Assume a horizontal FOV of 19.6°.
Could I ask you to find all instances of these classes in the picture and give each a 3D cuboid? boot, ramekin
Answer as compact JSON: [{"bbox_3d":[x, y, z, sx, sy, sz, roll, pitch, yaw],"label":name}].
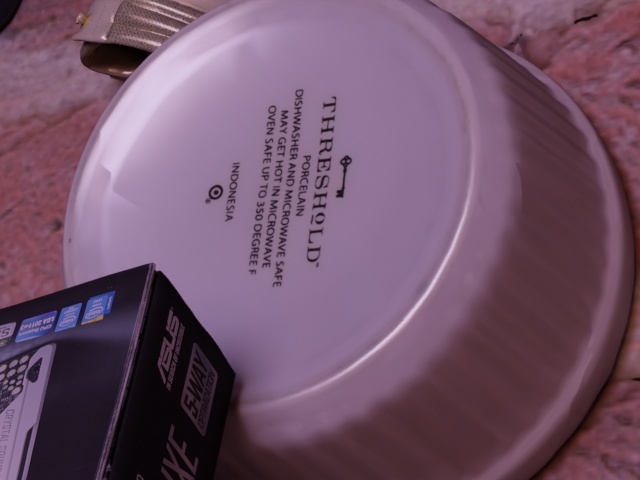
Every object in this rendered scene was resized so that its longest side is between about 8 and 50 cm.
[{"bbox_3d":[-0.103,-0.174,1.046,0.213,0.077,0.165,20,80,31],"label":"boot"},{"bbox_3d":[0.000,0.000,0.878,0.273,0.127,0.272,-12,63,24],"label":"ramekin"}]

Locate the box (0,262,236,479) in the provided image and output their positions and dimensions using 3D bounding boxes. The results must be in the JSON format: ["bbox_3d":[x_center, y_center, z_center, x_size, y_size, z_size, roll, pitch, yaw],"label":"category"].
[{"bbox_3d":[-0.199,0.153,0.747,0.307,0.076,0.242,-15,39,24],"label":"box"}]

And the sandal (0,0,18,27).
[{"bbox_3d":[-0.304,-0.148,1.155,0.255,0.054,0.097,-16,62,22],"label":"sandal"}]
